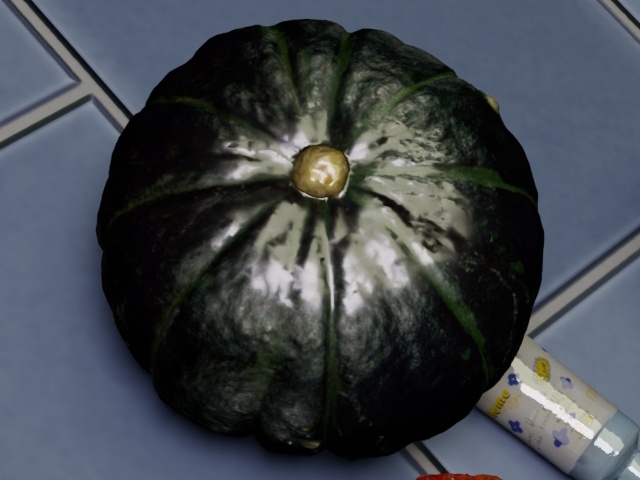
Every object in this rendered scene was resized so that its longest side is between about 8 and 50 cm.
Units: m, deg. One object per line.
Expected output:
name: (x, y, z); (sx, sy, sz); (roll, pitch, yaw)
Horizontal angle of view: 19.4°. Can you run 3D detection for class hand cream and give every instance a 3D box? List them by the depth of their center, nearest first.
hand cream: (0.107, 0.077, 0.983); (0.171, 0.043, 0.065); (39, 68, 8)

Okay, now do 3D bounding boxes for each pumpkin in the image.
pumpkin: (0.000, 0.000, 0.911); (0.220, 0.162, 0.220); (0, 64, -1)

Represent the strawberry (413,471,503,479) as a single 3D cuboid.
strawberry: (0.068, 0.143, 0.905); (0.073, 0.083, 0.073); (15, 62, -29)
